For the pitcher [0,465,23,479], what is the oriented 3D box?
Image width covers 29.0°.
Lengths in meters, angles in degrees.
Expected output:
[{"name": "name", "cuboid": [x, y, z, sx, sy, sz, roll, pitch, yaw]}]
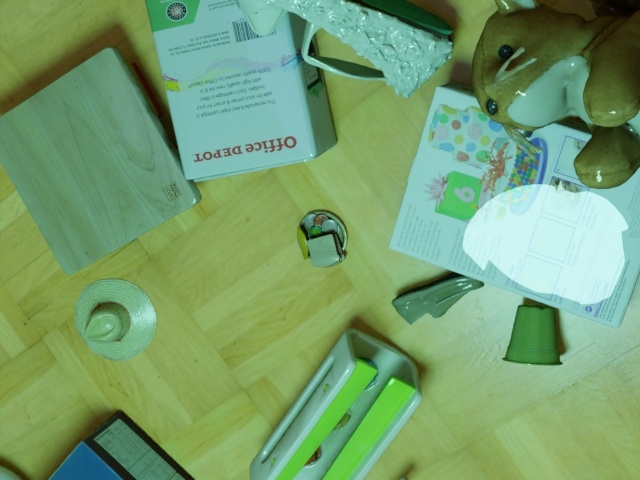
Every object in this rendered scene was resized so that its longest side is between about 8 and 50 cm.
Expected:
[{"name": "pitcher", "cuboid": [-0.577, 0.439, 2.065, 0.207, 0.125, 0.177, 27, 131, 21]}]

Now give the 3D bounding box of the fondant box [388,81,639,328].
[{"name": "fondant box", "cuboid": [0.285, -0.052, 1.669, 0.330, 0.096, 0.238, 19, 108, 12]}]

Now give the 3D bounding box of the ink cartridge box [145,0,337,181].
[{"name": "ink cartridge box", "cuboid": [-0.110, -0.240, 1.740, 0.202, 0.117, 0.278, -9, 99, 19]}]

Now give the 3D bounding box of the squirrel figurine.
[{"name": "squirrel figurine", "cuboid": [0.388, -0.233, 1.503, 0.371, 0.397, 0.281, 14, 148, 32]}]

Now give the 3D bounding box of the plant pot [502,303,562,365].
[{"name": "plant pot", "cuboid": [0.298, 0.130, 1.723, 0.083, 0.083, 0.079, 4, 93, 17]}]

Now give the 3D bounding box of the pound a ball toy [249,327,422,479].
[{"name": "pound a ball toy", "cuboid": [0.040, 0.305, 1.834, 0.208, 0.135, 0.319, 27, 112, -17]}]

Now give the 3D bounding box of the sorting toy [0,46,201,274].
[{"name": "sorting toy", "cuboid": [-0.329, -0.121, 1.855, 0.256, 0.089, 0.257, -28, 94, 22]}]

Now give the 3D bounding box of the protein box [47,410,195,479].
[{"name": "protein box", "cuboid": [-0.329, 0.422, 1.959, 0.201, 0.136, 0.200, 43, 112, 4]}]

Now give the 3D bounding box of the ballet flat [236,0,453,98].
[{"name": "ballet flat", "cuboid": [-0.011, -0.298, 1.600, 0.409, 0.147, 0.147, 25, 113, -23]}]

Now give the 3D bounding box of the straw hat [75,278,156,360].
[{"name": "straw hat", "cuboid": [-0.334, 0.131, 1.932, 0.145, 0.061, 0.144, 4, 105, 17]}]

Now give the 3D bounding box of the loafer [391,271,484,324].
[{"name": "loafer", "cuboid": [0.173, 0.080, 1.761, 0.148, 0.056, 0.050, -21, 97, 31]}]

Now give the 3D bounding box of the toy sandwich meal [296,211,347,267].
[{"name": "toy sandwich meal", "cuboid": [0.000, 0.000, 1.808, 0.086, 0.029, 0.085, 4, 104, 17]}]
